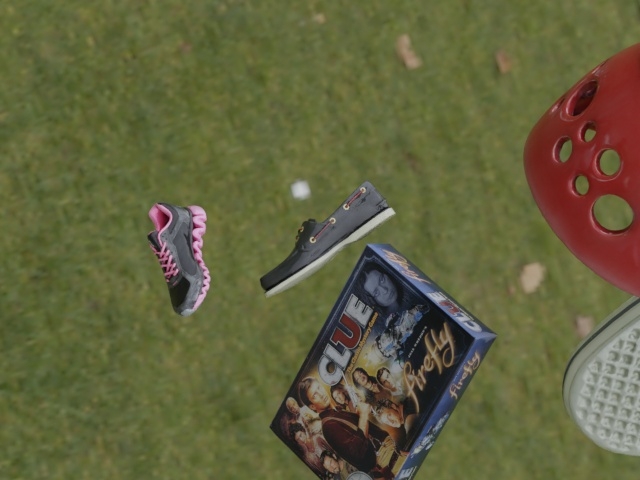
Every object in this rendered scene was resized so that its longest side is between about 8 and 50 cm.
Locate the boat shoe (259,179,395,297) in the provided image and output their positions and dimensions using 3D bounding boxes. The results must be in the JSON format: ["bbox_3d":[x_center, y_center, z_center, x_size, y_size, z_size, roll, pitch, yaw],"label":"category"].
[{"bbox_3d":[0.000,0.000,1.326,0.042,0.133,0.049,53,3,4],"label":"boat shoe"}]

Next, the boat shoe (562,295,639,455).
[{"bbox_3d":[0.441,0.035,1.442,0.186,0.500,0.156,58,-4,-17],"label":"boat shoe"}]

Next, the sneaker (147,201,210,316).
[{"bbox_3d":[-0.134,0.014,1.400,0.057,0.047,0.119,22,45,-36],"label":"sneaker"}]

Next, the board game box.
[{"bbox_3d":[0.059,0.148,1.601,0.165,0.243,0.042,41,25,32],"label":"board game box"}]

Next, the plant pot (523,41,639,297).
[{"bbox_3d":[0.282,-0.072,1.195,0.191,0.174,0.191,22,45,-24],"label":"plant pot"}]
